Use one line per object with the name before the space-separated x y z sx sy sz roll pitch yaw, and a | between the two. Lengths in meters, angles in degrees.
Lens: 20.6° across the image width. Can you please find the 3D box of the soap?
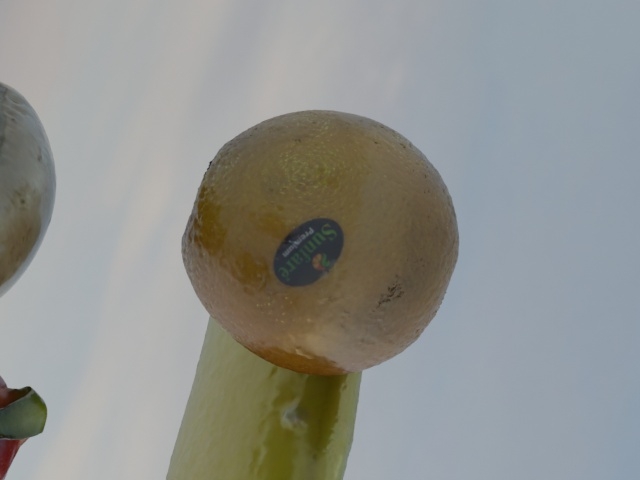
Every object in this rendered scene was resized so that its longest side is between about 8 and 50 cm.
soap | -0.065 0.222 1.897 0.306 0.115 0.427 -20 -133 46

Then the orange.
orange | 0.000 0.000 1.742 0.274 0.274 0.274 -58 -161 33

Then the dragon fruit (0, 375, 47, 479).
dragon fruit | -0.369 0.175 1.498 0.224 0.224 0.227 -57 176 36

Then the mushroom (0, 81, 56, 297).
mushroom | -0.444 -0.068 1.728 0.362 0.362 0.294 -90 174 -52
